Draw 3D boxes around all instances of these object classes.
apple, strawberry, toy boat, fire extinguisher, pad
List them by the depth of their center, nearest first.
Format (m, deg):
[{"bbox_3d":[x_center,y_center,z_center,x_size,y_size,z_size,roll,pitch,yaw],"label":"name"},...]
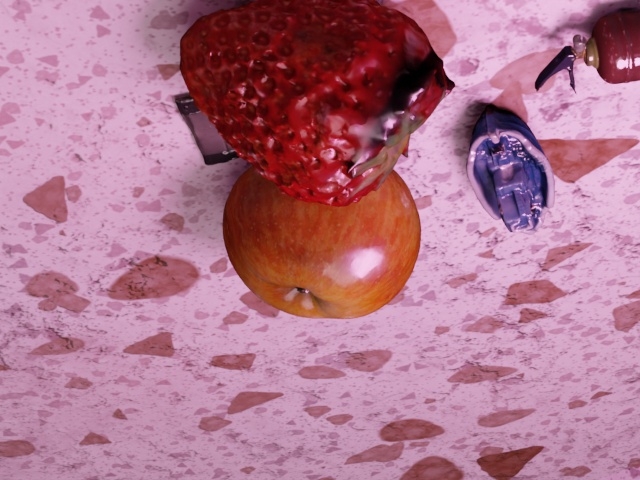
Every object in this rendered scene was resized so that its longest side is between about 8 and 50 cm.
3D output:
[{"bbox_3d":[-0.001,-0.209,1.787,0.292,0.310,0.291,-39,161,-16],"label":"strawberry"},{"bbox_3d":[0.477,-0.271,1.904,0.344,0.102,0.138,-10,148,2],"label":"fire extinguisher"},{"bbox_3d":[-0.083,-0.183,1.990,0.233,0.022,0.174,-11,147,7],"label":"pad"},{"bbox_3d":[0.000,0.000,2.065,0.309,0.250,0.277,-21,151,25],"label":"apple"},{"bbox_3d":[0.301,-0.094,2.096,0.129,0.142,0.309,-14,147,13],"label":"toy boat"}]
